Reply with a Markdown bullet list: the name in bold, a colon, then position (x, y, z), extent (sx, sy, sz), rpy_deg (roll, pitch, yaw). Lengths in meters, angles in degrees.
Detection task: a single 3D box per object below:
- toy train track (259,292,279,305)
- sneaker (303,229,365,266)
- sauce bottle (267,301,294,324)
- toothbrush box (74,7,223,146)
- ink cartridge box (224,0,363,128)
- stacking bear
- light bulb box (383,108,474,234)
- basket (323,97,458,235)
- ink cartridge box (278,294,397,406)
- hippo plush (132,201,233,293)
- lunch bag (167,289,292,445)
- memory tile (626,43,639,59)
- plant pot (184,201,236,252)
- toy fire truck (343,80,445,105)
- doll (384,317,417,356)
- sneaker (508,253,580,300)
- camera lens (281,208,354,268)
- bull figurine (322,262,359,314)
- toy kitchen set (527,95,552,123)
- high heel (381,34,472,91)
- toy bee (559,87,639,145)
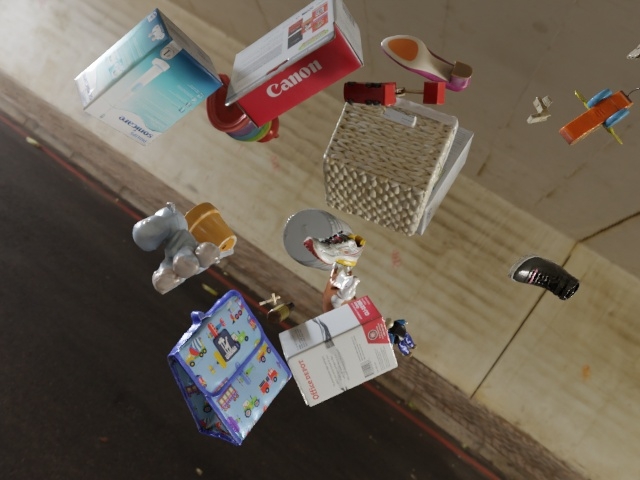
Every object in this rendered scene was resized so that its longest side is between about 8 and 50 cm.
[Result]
- **toy train track**: position (-0.195, 0.226, 1.957), extent (0.083, 0.048, 0.014), rpy_deg (-19, 24, -24)
- **sneaker**: position (0.039, 0.009, 1.404), extent (0.088, 0.092, 0.225), rpy_deg (42, 20, 32)
- **sauce bottle**: position (-0.104, 0.196, 1.415), extent (0.042, 0.042, 0.128), rpy_deg (34, 16, 14)
- **toothbrush box**: position (-0.447, -0.415, 1.356), extent (0.216, 0.296, 0.126), rpy_deg (31, 28, -59)
- **ink cartridge box**: position (-0.062, -0.418, 1.239), extent (0.130, 0.310, 0.271), rpy_deg (47, 30, -36)
- **stacking bear**: position (-0.221, -0.387, 1.630), extent (0.176, 0.164, 0.289), rpy_deg (21, 4, 18)
- **light bulb box**: position (0.307, -0.275, 1.896), extent (0.358, 0.361, 0.225), rpy_deg (29, -18, 18)
- **basket**: position (0.192, -0.225, 1.546), extent (0.329, 0.266, 0.331), rpy_deg (21, -19, 10)
- **ink cartridge box**: position (0.048, 0.301, 1.406), extent (0.114, 0.273, 0.196), rpy_deg (-125, -166, -59)
- **hippo plush**: position (-0.432, -0.003, 1.590), extent (0.234, 0.294, 0.236), rpy_deg (-29, -87, 48)
- **lunch bag**: position (-0.222, 0.273, 1.182), extent (0.138, 0.221, 0.293), rpy_deg (-1, -57, 37)
- **memory tile**: position (0.989, -0.598, 1.533), extent (0.012, 0.148, 0.113), rpy_deg (44, 23, -2)
- **plant pot**: position (-0.464, -0.025, 2.169), extent (0.188, 0.205, 0.205), rpy_deg (39, 4, 16)
- **toy fire truck**: position (0.156, -0.319, 1.112), extent (0.135, 0.047, 0.192), rpy_deg (-14, 23, -32)
- **doll**: position (0.287, 0.353, 1.897), extent (0.046, 0.129, 0.189), rpy_deg (5, -41, 50)
- **sneaker**: position (0.765, 0.129, 1.735), extent (0.296, 0.104, 0.147), rpy_deg (6, 28, -37)
- **camera lens**: position (0.000, 0.000, 1.976), extent (0.219, 0.219, 0.274), rpy_deg (35, 5, 21)
- **bull figurine**: position (0.065, 0.161, 1.698), extent (0.101, 0.188, 0.310), rpy_deg (13, -35, -3)
- **toy kitchen set**: position (0.778, -0.478, 1.850), extent (0.068, 0.075, 0.083), rpy_deg (101, -26, -68)
- **high heel**: position (0.271, -0.452, 1.332), extent (0.244, 0.082, 0.117), rpy_deg (17, -1, 5)
- **toy bee**: position (0.852, -0.372, 1.515), extent (0.162, 0.299, 0.195), rpy_deg (6, 71, -68)
